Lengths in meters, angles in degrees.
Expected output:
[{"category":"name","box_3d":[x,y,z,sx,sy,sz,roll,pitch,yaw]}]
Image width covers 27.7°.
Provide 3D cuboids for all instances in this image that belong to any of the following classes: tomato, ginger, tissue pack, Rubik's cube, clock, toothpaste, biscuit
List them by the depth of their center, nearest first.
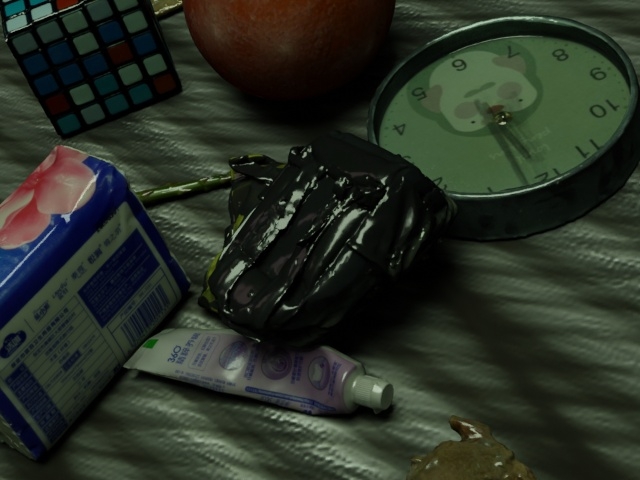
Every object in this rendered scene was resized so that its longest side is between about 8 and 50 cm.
[{"category":"ginger","box_3d":[0.060,0.269,1.146,0.290,0.084,0.122,-33,67,-16]},{"category":"toothpaste","box_3d":[-0.063,0.132,1.335,0.301,0.048,0.075,9,63,30]},{"category":"tissue pack","box_3d":[-0.292,0.064,1.378,0.137,0.209,0.269,13,55,42]},{"category":"clock","box_3d":[0.208,-0.137,1.476,0.319,0.066,0.319,-10,46,11]},{"category":"tomato","box_3d":[-0.038,-0.291,1.593,0.265,0.265,0.265,-11,45,11]},{"category":"Rubik's cube","box_3d":[-0.311,-0.283,1.726,0.182,0.184,0.187,-22,45,-1]},{"category":"biscuit","box_3d":[-0.253,-0.339,1.876,0.147,0.018,0.071,-21,45,1]}]

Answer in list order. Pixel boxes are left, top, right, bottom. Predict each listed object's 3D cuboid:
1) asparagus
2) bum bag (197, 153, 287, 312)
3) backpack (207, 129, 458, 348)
[{"category":"asparagus","box_3d":[-0.178,-0.061,1.577,0.248,0.024,0.025,-11,52,8]},{"category":"bum bag","box_3d":[-0.076,-0.008,1.462,0.107,0.060,0.232,-10,49,23]},{"category":"backpack","box_3d":[0.000,0.000,1.327,0.258,0.133,0.206,-48,43,-9]}]
